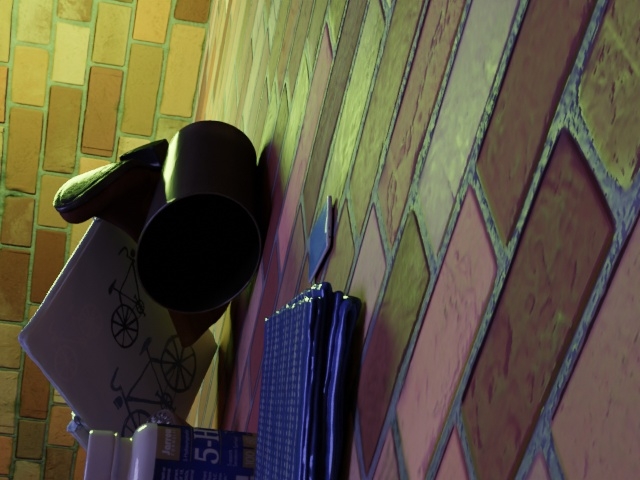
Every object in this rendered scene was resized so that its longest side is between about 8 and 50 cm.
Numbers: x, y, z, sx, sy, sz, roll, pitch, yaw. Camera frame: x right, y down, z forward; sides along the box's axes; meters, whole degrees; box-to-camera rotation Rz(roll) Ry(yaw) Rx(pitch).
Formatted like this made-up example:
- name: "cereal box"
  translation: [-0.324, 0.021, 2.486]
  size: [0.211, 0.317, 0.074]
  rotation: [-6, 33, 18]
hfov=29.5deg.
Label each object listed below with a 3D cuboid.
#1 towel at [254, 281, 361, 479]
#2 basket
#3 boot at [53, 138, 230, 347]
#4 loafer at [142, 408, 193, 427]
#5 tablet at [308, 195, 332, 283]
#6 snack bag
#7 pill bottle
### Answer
- name: "towel"
  translation: [-0.020, 0.170, 1.054]
  size: [0.336, 0.040, 0.243]
  rotation: [141, 134, -78]
- name: "basket"
  translation: [-0.153, -0.050, 1.627]
  size: [0.227, 0.154, 0.204]
  rotation: [-89, 22, -52]
- name: "boot"
  translation: [-0.245, 0.022, 1.705]
  size: [0.264, 0.096, 0.280]
  rotation: [-47, -60, -67]
- name: "loafer"
  translation: [-0.154, 0.334, 1.505]
  size: [0.102, 0.092, 0.268]
  rotation: [-36, 52, 28]
- name: "tablet"
  translation: [0.000, 0.000, 1.119]
  size: [0.083, 0.006, 0.054]
  rotation: [115, 160, -61]
- name: "snack bag"
  translation: [-0.281, 0.151, 1.720]
  size: [0.342, 0.037, 0.323]
  rotation: [60, -146, -32]
- name: "pill bottle"
  translation: [-0.149, 0.246, 1.251]
  size: [0.112, 0.187, 0.112]
  rotation: [-173, 90, -80]
